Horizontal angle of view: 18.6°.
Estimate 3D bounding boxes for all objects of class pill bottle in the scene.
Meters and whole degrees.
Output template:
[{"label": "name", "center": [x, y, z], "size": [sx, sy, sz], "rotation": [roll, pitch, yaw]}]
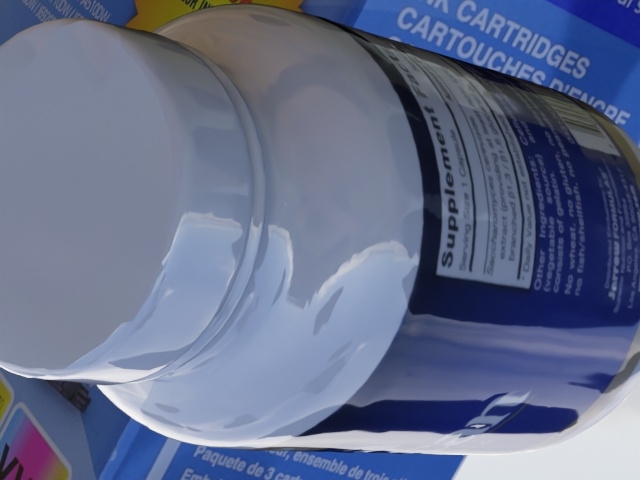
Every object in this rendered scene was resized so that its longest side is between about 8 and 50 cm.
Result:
[{"label": "pill bottle", "center": [0.000, 0.000, 0.432], "size": [0.094, 0.094, 0.169], "rotation": [4, 177, 39]}]

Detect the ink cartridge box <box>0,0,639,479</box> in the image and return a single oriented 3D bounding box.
[{"label": "ink cartridge box", "center": [-0.019, -0.061, 0.764], "size": [0.151, 0.395, 0.270], "rotation": [23, -168, -36]}]
